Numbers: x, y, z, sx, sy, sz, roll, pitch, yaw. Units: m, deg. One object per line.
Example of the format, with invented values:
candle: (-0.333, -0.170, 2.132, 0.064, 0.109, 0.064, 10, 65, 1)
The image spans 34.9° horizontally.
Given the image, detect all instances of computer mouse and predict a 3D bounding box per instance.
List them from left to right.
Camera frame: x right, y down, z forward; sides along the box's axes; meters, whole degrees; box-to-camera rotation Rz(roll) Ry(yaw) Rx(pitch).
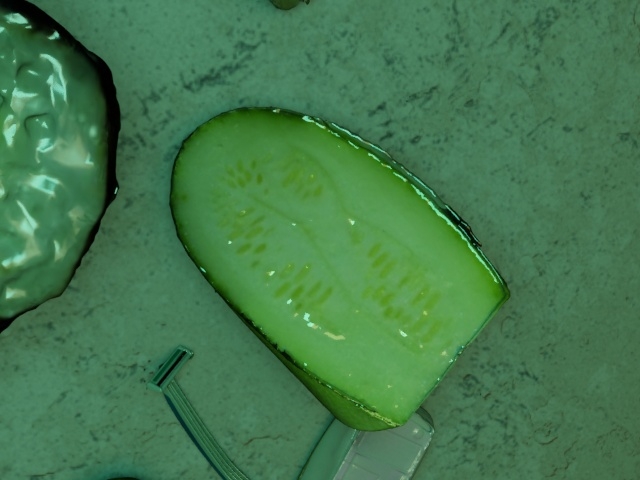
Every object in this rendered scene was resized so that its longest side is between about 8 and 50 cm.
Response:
computer mouse: (0.039, 0.288, 1.180, 0.126, 0.056, 0.245, 26, 92, -20)

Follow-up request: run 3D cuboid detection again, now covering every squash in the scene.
squash: (0.000, 0.000, 1.032, 0.233, 0.210, 0.309, -46, 115, -16)

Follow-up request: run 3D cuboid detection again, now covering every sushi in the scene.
sushi: (-0.327, -0.075, 0.871, 0.281, 0.294, 0.299, 37, 90, -23)

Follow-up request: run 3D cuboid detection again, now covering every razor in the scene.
razor: (-0.130, 0.211, 1.125, 0.191, 0.037, 0.068, 62, 39, -22)

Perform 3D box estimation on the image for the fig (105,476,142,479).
fig: (-0.215, 0.335, 1.099, 0.123, 0.123, 0.156, -8, 142, -15)

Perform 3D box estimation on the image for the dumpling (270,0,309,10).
dumpling: (-0.118, -0.367, 0.985, 0.166, 0.086, 0.332, -37, 112, -41)
